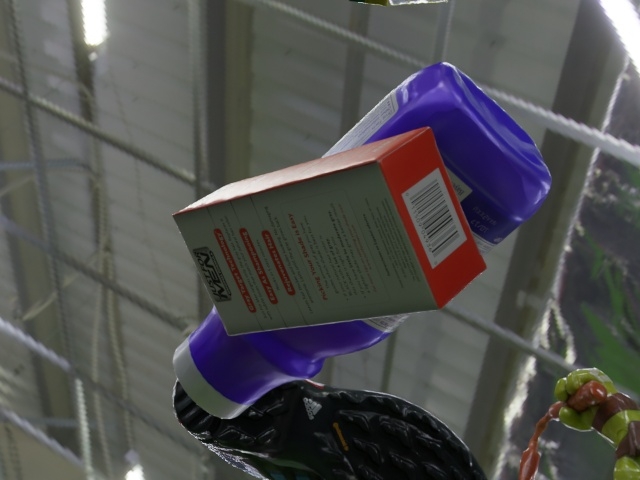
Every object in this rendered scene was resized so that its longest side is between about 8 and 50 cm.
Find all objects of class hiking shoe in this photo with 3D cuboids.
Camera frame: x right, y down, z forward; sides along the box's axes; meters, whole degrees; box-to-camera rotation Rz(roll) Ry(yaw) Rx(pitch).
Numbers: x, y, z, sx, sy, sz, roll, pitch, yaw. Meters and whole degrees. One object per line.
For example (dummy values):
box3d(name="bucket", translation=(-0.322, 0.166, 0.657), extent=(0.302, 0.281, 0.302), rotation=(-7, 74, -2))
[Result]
box3d(name="hiking shoe", translation=(0.013, 0.185, 0.945), extent=(0.304, 0.113, 0.132), rotation=(27, -18, 2))

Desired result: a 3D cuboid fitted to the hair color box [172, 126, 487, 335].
box3d(name="hair color box", translation=(0.000, 0.000, 0.487), extent=(0.141, 0.043, 0.072), rotation=(-11, -73, 44))

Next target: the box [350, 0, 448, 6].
box3d(name="box", translation=(0.071, -0.283, 0.844), extent=(0.043, 0.105, 0.179), rotation=(17, -68, 32))

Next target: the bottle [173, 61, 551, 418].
box3d(name="bottle", translation=(0.016, 0.013, 0.699), extent=(0.118, 0.092, 0.283), rotation=(37, -66, -24))

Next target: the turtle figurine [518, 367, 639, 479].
box3d(name="turtle figurine", translation=(0.179, 0.124, 0.442), extent=(0.087, 0.270, 0.217), rotation=(15, -59, -15))
